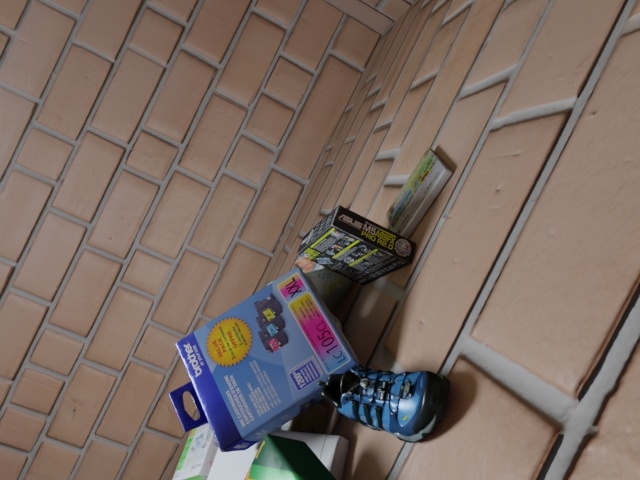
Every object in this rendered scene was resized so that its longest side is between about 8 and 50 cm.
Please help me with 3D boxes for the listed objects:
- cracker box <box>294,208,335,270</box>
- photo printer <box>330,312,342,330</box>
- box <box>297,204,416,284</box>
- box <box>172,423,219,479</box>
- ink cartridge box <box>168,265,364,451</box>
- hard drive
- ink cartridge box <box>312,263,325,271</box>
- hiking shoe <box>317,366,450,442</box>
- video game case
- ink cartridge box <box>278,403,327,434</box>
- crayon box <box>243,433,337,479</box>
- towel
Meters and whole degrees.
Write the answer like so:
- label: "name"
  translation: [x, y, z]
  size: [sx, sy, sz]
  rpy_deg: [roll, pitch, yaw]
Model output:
- label: "cracker box"
  translation: [0.000, 0.000, 1.914]
  size: [0.232, 0.067, 0.156]
  rpy_deg: [-58, 9, -22]
- label: "photo printer"
  translation: [-0.065, 0.320, 1.285]
  size: [0.307, 0.107, 0.256]
  rpy_deg: [-46, -2, 8]
- label: "box"
  translation: [0.082, 0.022, 1.233]
  size: [0.060, 0.217, 0.270]
  rpy_deg: [-69, 12, -23]
- label: "box"
  translation: [-0.436, 0.835, 1.880]
  size: [0.262, 0.127, 0.231]
  rpy_deg: [-37, 26, 42]
- label: "ink cartridge box"
  translation: [-0.136, 0.282, 1.083]
  size: [0.396, 0.269, 0.151]
  rpy_deg: [-34, -25, 0]
- label: "hard drive"
  translation: [-0.115, 0.530, 1.039]
  size: [0.353, 0.047, 0.232]
  rpy_deg: [-13, 46, 38]
- label: "ink cartridge box"
  translation: [0.001, 0.147, 1.690]
  size: [0.104, 0.060, 0.180]
  rpy_deg: [-47, 20, 52]
- label: "hiking shoe"
  translation: [0.099, 0.276, 0.833]
  size: [0.304, 0.132, 0.113]
  rpy_deg: [-44, 23, 58]
- label: "video game case"
  translation: [0.252, -0.118, 1.269]
  size: [0.226, 0.026, 0.206]
  rpy_deg: [-60, 13, 22]
- label: "ink cartridge box"
  translation: [-0.082, 0.527, 1.189]
  size: [0.193, 0.088, 0.234]
  rpy_deg: [-46, 22, 52]
- label: "crayon box"
  translation: [-0.068, 0.569, 0.785]
  size: [0.313, 0.106, 0.362]
  rpy_deg: [22, 86, 59]
- label: "towel"
  translation: [-0.084, 0.224, 1.414]
  size: [0.321, 0.090, 0.374]
  rpy_deg: [-13, -37, -51]
